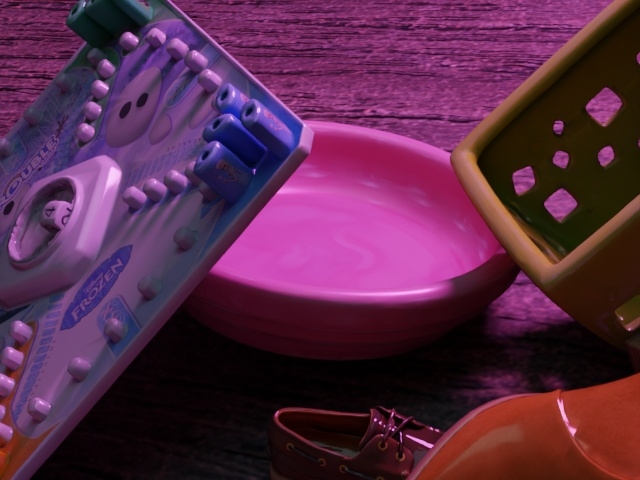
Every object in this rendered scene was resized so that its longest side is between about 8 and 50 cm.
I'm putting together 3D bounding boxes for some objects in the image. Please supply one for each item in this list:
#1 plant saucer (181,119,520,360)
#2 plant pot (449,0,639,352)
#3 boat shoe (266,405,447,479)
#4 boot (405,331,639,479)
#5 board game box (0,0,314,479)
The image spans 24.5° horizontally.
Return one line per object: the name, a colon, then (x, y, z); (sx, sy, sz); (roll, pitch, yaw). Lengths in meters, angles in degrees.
plant saucer: (0.000, 0.000, 1.211); (0.332, 0.084, 0.332); (5, 26, -3)
plant pot: (0.264, -0.030, 1.082); (0.227, 0.207, 0.228); (-43, 30, 10)
boat shoe: (0.045, 0.149, 1.022); (0.178, 0.060, 0.064); (3, 32, 18)
boot: (0.187, 0.151, 0.870); (0.295, 0.104, 0.211); (-33, 23, -15)
board game box: (-0.218, -0.015, 1.162); (0.390, 0.050, 0.390); (-49, 35, 4)
